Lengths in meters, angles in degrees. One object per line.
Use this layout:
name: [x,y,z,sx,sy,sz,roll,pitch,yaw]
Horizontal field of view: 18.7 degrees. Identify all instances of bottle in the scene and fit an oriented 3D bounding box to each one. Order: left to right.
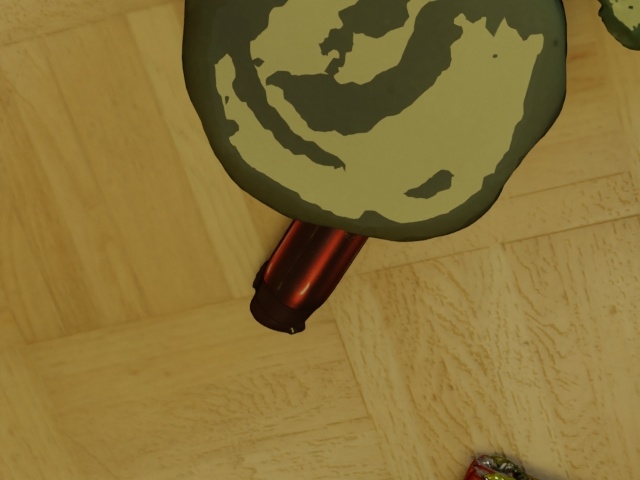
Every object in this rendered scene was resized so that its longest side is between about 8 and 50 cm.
bottle: [0.000,0.000,1.457,0.060,0.060,0.164,28,119,-9]

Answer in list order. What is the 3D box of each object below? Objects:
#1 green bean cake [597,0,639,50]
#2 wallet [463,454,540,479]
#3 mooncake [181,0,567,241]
green bean cake: [0.249,-0.259,1.240,0.222,0.125,0.227,-17,114,19]
wallet: [0.211,0.272,1.578,0.241,0.067,0.141,19,118,-3]
mooncake: [0.037,-0.133,1.315,0.275,0.135,0.275,1,103,5]
